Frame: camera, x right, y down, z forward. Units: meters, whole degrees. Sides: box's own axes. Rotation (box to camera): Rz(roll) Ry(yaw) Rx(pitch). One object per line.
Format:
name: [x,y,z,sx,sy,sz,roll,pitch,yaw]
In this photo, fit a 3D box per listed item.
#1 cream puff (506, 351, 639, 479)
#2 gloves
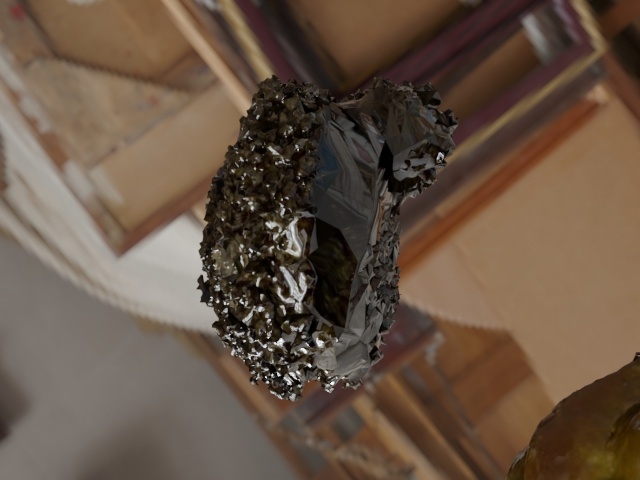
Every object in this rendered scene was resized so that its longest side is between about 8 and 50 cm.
cream puff: [0.204,0.170,0.941,0.269,0.241,0.154,68,40,-58]
gloves: [-0.006,-0.005,1.089,0.312,0.135,0.210,-156,-101,-86]
